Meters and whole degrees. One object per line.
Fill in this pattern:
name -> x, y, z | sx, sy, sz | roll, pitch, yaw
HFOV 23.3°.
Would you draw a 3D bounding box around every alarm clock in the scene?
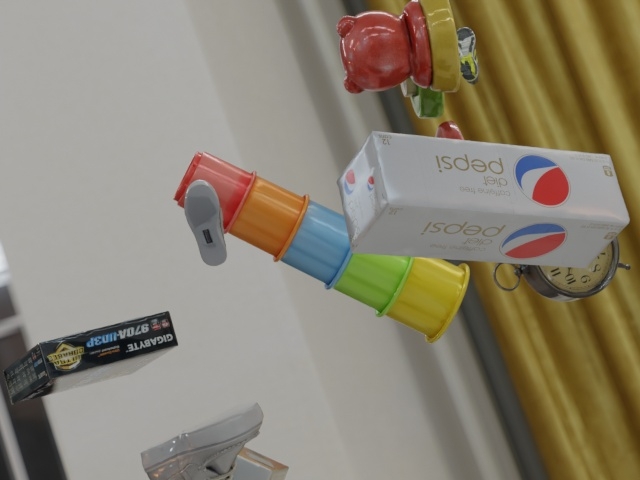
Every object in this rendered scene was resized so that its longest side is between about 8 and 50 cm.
alarm clock -> 0.303, 0.021, 2.018 | 0.192, 0.129, 0.064 | -20, -3, -24

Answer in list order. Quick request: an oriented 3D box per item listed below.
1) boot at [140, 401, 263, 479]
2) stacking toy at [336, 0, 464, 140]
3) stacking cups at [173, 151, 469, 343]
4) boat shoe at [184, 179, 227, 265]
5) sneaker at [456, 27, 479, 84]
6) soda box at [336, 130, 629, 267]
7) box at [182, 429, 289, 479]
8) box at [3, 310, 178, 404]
boot -> -0.122, 0.277, 1.859 | 0.095, 0.123, 0.258 | -25, -4, -32
stacking toy -> 0.095, -0.139, 1.878 | 0.130, 0.309, 0.279 | -9, 8, -3
stacking cups -> 0.000, 0.000, 1.633 | 0.316, 0.096, 0.096 | 27, -28, -10
boat shoe -> -0.112, -0.023, 1.529 | 0.035, 0.035, 0.100 | -13, -52, 2
sneaker -> 0.197, -0.248, 2.105 | 0.031, 0.083, 0.035 | -7, -22, 10
soda box -> 0.127, -0.029, 1.212 | 0.216, 0.069, 0.074 | 3, -33, -24
box -> -0.126, 0.315, 2.048 | 0.130, 0.091, 0.170 | 23, -4, 8
box -> -0.300, 0.153, 2.010 | 0.175, 0.051, 0.220 | -13, -8, -26
